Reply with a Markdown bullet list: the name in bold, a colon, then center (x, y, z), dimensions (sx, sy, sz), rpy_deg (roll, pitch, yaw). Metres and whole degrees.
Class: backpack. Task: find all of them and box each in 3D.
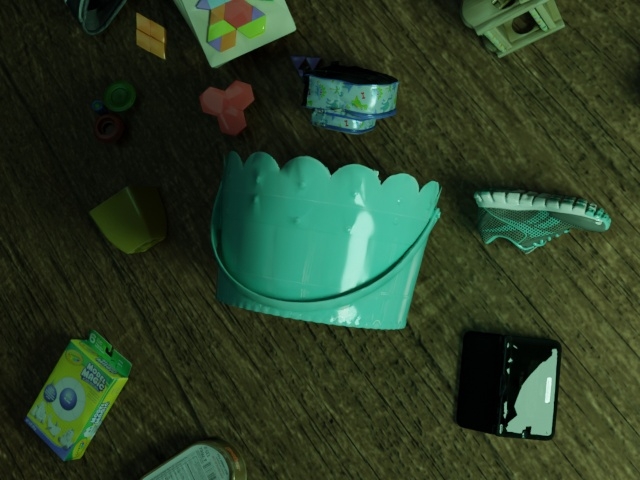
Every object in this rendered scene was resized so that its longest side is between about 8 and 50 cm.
- **backpack**: center (0.043, -0.187, 1.193), dimensions (0.114, 0.105, 0.084), rpy_deg (13, 112, 26)

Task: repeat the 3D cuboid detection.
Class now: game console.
- **game console**: center (0.232, 0.177, 1.107), dimensions (0.107, 0.071, 0.122), rpy_deg (6, 87, -4)

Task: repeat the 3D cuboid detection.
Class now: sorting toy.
- **sorting toy**: center (-0.323, -0.198, 1.408), dimensions (0.061, 0.042, 0.102), rpy_deg (20, 81, 11)

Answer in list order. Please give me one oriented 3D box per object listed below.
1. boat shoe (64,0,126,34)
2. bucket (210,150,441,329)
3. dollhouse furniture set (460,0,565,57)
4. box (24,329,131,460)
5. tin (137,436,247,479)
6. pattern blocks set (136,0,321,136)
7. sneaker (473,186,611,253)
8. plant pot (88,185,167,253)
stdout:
- **boat shoe**: center (-0.299, -0.433, 1.347), dimensions (0.301, 0.108, 0.102), rpy_deg (-43, 64, 36)
- **bucket**: center (0.000, 0.000, 1.106), dimensions (0.281, 0.281, 0.183), rpy_deg (8, 90, 26)
- **dollhouse furniture set**: center (0.203, -0.331, 1.086), dimensions (0.101, 0.182, 0.160), rpy_deg (-24, 75, 22)
- **box**: center (-0.369, 0.234, 1.373), dimensions (0.105, 0.043, 0.179), rpy_deg (35, 98, 24)
- **tin**: center (-0.190, 0.353, 1.277), dimensions (0.190, 0.040, 0.106), rpy_deg (-35, 66, 18)
- **pattern blocks set**: center (-0.132, -0.343, 1.259), dimensions (0.285, 0.026, 0.325), rpy_deg (-38, 94, 8)
- **sneaker**: center (0.267, -0.019, 1.095), dimensions (0.167, 0.065, 0.076), rpy_deg (10, 105, 29)
- **plant pot**: center (-0.277, -0.027, 1.342), dimensions (0.081, 0.081, 0.083), rpy_deg (-30, 84, 20)
